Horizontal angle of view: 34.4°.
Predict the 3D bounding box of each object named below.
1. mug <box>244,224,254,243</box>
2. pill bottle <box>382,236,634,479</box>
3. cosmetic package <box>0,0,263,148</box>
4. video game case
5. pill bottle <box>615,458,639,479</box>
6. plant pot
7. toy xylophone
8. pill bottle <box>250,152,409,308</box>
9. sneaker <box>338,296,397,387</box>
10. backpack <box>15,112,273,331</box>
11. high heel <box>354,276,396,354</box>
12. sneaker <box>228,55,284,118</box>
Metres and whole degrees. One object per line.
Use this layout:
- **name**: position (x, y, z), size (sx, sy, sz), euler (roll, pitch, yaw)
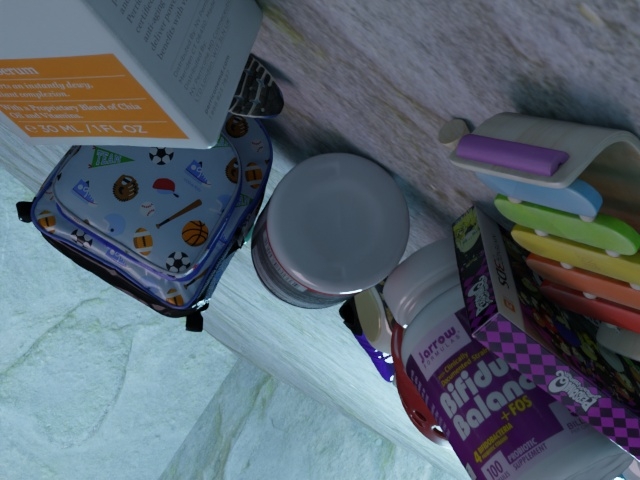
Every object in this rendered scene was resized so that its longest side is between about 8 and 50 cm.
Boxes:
- **mug**: position (-0.164, -0.047, 1.634), size (0.158, 0.097, 0.129), euler (31, 167, 7)
- **pill bottle**: position (0.192, 0.146, 1.129), size (0.301, 0.169, 0.169), euler (58, -179, 30)
- **cosmetic package**: position (-0.257, -0.259, 0.815), size (0.230, 0.161, 0.453), euler (3, 153, 29)
- **video game case**: position (0.233, 0.088, 1.025), size (0.232, 0.042, 0.210), euler (37, -156, -17)
- **pill bottle**: position (0.362, 0.211, 1.191), size (0.146, 0.146, 0.264), euler (38, 167, -20)
- **plant pot**: position (0.183, 0.160, 1.346), size (0.191, 0.191, 0.174), euler (26, 162, 29)
- **toy xylophone**: position (0.221, -0.005, 0.886), size (0.323, 0.081, 0.236), euler (42, 165, -30)
- **pill bottle**: position (0.000, 0.000, 1.265), size (0.161, 0.161, 0.283), euler (34, 168, -3)
- **sneaker**: position (0.102, 0.146, 1.719), size (0.146, 0.102, 0.293), euler (34, 163, 17)
- **backpack**: position (-0.189, -0.071, 1.245), size (0.277, 0.263, 0.213), euler (33, 162, -6)
- **high heel**: position (0.162, 0.113, 1.532), size (0.261, 0.186, 0.093), euler (65, 154, 15)
- **sneaker**: position (-0.095, -0.173, 1.129), size (0.162, 0.063, 0.073), euler (30, -175, 35)
